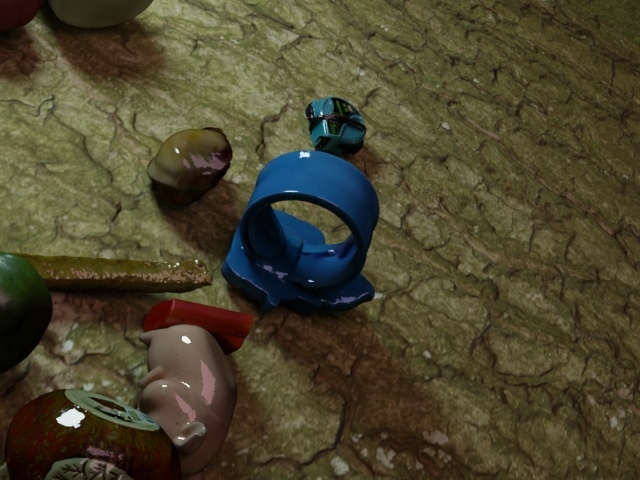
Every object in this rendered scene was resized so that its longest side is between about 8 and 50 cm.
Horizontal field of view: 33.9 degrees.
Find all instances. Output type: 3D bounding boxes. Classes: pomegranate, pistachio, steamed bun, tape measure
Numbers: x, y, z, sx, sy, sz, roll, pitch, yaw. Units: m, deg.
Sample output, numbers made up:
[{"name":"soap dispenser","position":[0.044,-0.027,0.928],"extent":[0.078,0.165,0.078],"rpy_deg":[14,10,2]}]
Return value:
[{"name":"pomegranate","position":[-0.497,0.084,1.501],"extent":[0.225,0.187,0.187],"rpy_deg":[42,39,1]},{"name":"pistachio","position":[-0.237,-0.148,1.973],"extent":[0.165,0.130,0.210],"rpy_deg":[4,38,17]},{"name":"steamed bun","position":[-0.453,-0.513,2.075],"extent":[0.242,0.164,0.146],"rpy_deg":[-4,61,-56]},{"name":"tape measure","position":[0.034,-0.256,2.321],"extent":[0.146,0.081,0.125],"rpy_deg":[11,52,-34]}]

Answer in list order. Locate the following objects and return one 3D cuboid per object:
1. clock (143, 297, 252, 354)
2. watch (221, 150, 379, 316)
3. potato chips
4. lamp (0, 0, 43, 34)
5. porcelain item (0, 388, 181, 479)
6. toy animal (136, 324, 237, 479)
[{"name":"clock","position":[-0.207,0.145,1.743],"extent":[0.155,0.113,0.061],"rpy_deg":[17,65,-29]},{"name":"watch","position":[0.000,0.000,1.912],"extent":[0.305,0.274,0.241],"rpy_deg":[27,41,-11]},{"name":"potato chips","position":[-0.374,0.053,1.710],"extent":[0.407,0.080,0.057],"rpy_deg":[4,67,-34]},{"name":"lamp","position":[-0.602,-0.453,1.934],"extent":[0.182,0.140,0.182],"rpy_deg":[11,41,-10]},{"name":"porcelain item","position":[-0.322,0.333,1.427],"extent":[0.253,0.253,0.253],"rpy_deg":[22,44,-23]},{"name":"toy animal","position":[-0.206,0.246,1.614],"extent":[0.166,0.154,0.250],"rpy_deg":[69,15,-49]}]
